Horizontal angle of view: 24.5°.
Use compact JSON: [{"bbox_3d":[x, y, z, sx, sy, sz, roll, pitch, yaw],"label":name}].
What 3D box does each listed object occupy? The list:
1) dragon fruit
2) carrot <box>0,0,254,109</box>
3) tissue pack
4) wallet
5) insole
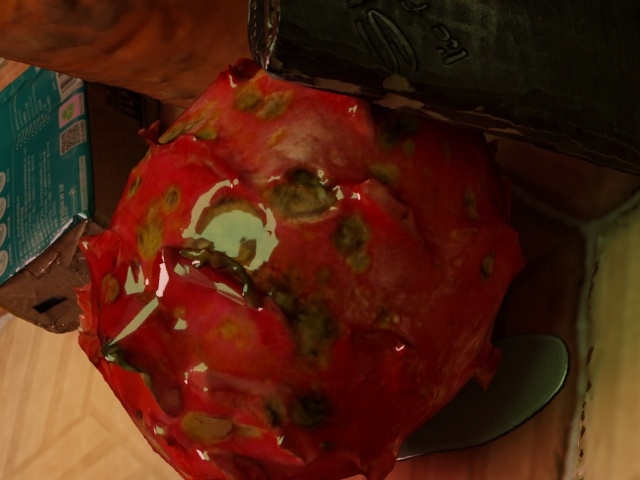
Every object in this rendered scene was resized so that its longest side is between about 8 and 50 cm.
[{"bbox_3d":[0.000,0.000,0.713,0.268,0.210,0.205,-65,10,-3],"label":"dragon fruit"},{"bbox_3d":[-0.139,-0.203,0.865,0.224,0.341,0.224,-25,54,41],"label":"carrot"},{"bbox_3d":[-0.166,-0.039,0.994,0.120,0.082,0.169,-34,48,30],"label":"tissue pack"},{"bbox_3d":[0.079,-0.100,0.667,0.031,0.232,0.122,131,146,-54],"label":"wallet"},{"bbox_3d":[0.062,0.084,0.749,0.153,0.002,0.053,-23,54,37],"label":"insole"}]
